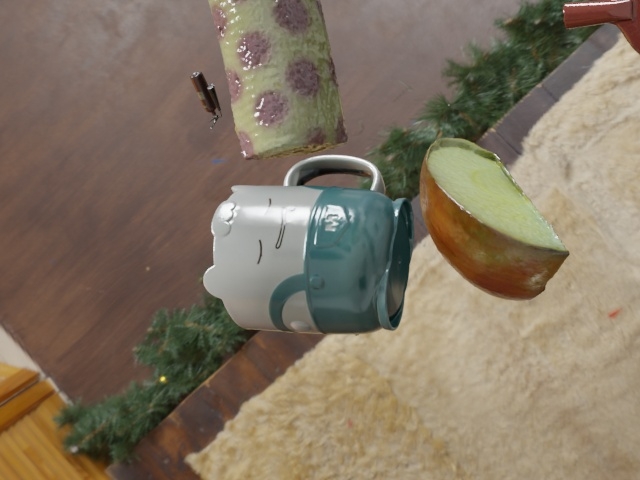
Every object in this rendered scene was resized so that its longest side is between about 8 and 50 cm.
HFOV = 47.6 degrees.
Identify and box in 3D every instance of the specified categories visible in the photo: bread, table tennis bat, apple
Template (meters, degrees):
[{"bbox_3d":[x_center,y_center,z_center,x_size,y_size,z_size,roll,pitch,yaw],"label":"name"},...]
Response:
[{"bbox_3d":[-0.069,-0.308,1.199,0.155,0.187,0.338,-11,94,47],"label":"bread"},{"bbox_3d":[0.685,-0.462,1.424,0.415,0.051,0.268,6,113,39],"label":"table tennis bat"},{"bbox_3d":[0.271,-0.031,1.219,0.179,0.346,0.254,-38,127,14],"label":"apple"}]

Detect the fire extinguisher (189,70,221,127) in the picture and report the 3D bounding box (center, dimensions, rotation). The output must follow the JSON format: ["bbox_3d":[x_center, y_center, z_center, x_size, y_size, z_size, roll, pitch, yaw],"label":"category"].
[{"bbox_3d":[-0.195,-0.252,1.293,0.046,0.032,0.100,-4,127,27],"label":"fire extinguisher"}]

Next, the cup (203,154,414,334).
[{"bbox_3d":[0.000,0.000,1.076,0.258,0.219,0.289,2,59,20],"label":"cup"}]
